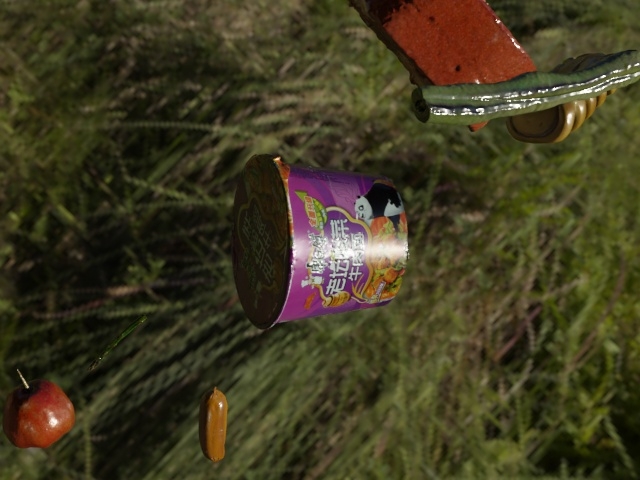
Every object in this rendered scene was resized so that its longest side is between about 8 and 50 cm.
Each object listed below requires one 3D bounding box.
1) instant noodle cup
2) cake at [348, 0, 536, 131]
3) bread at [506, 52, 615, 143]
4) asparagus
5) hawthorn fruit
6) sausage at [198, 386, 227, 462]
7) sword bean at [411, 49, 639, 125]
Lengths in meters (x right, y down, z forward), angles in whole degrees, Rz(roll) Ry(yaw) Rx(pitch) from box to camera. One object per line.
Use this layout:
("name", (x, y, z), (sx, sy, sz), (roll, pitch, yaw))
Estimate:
("instant noodle cup", (0.000, 0.000, 1.701), (0.190, 0.251, 0.251), (-1, 20, -22))
("cake", (0.167, -0.283, 1.648), (0.283, 0.151, 0.177), (48, 12, -12))
("bread", (0.411, -0.237, 1.966), (0.134, 0.225, 0.081), (0, -55, 55))
("asparagus", (-0.410, 0.206, 2.388), (0.016, 0.163, 0.016), (44, -2, 45))
("hawthorn fruit", (-0.498, 0.304, 2.099), (0.125, 0.125, 0.140), (44, -40, 21))
("sausage", (-0.236, 0.404, 2.597), (0.062, 0.183, 0.054), (13, 18, 24))
("sword bean", (0.200, -0.143, 1.114), (0.038, 0.269, 0.043), (37, -46, 50))
